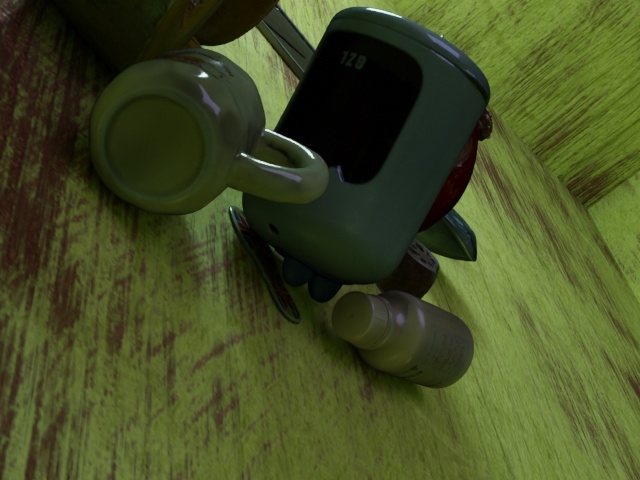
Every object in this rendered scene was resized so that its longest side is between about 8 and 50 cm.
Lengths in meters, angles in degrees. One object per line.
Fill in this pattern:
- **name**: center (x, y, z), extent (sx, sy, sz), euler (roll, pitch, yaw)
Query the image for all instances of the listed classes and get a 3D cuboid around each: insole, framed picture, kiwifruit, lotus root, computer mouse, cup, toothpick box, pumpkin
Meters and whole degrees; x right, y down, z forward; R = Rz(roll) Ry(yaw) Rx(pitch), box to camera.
- **insole**: center (-0.072, 0.029, 1.495), extent (0.065, 0.006, 0.193), euler (23, 33, -55)
- **framed picture**: center (-0.059, -0.400, 2.325), extent (0.289, 0.020, 0.211), euler (51, 18, -2)
- **kiwifruit**: center (-0.153, -0.421, 1.801), extent (0.196, 0.234, 0.196), euler (40, 22, -19)
- **lotus root**: center (0.132, 0.044, 1.853), extent (0.112, 0.081, 0.122), euler (44, 18, 2)
- **computer mouse**: center (0.148, -0.091, 2.127), extent (0.379, 0.090, 0.167), euler (48, 12, 12)
- **cup**: center (-0.133, -0.099, 1.318), extent (0.255, 0.173, 0.202), euler (44, 17, -6)
- **toothpick box**: center (0.050, -0.092, 1.504), extent (0.263, 0.355, 0.263), euler (28, -8, 4)
- **pumpkin**: center (-0.215, -0.376, 1.477), extent (0.199, 0.332, 0.332), euler (35, 19, -3)

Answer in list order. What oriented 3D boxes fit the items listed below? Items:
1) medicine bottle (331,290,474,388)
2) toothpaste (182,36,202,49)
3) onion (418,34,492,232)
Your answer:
- **medicine bottle**: center (0.109, 0.128, 1.562), extent (0.252, 0.114, 0.114), euler (26, 30, -53)
- **toothpaste**: center (-0.176, -0.232, 1.686), extent (0.037, 0.043, 0.178), euler (27, 30, -51)
- **onion**: center (0.098, -0.155, 1.794), extent (0.341, 0.341, 0.341), euler (44, 19, -20)
